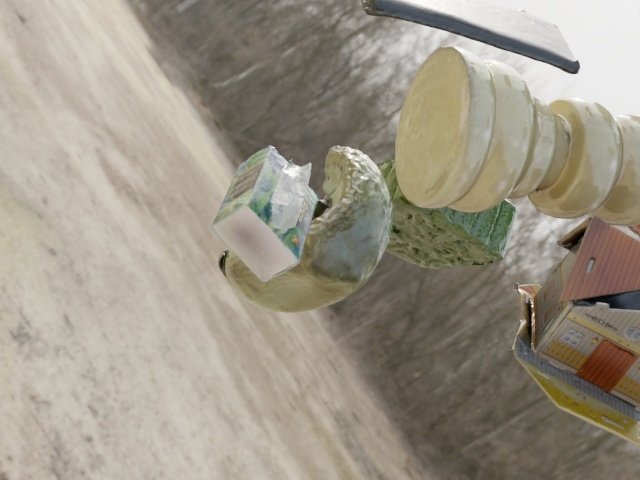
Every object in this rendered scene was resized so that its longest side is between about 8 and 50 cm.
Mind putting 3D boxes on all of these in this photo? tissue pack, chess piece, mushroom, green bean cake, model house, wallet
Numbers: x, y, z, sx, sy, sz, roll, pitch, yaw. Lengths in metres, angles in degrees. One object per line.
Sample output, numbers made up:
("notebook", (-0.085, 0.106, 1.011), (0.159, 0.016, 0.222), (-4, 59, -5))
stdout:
("tissue pack", (-0.045, -0.033, 0.949), (0.085, 0.079, 0.111), (47, 33, -22))
("chess piece", (0.245, -0.091, 0.996), (0.300, 0.167, 0.167), (10, 20, -19))
("mushroom", (0.001, 0.008, 1.351), (0.164, 0.267, 0.189), (38, -23, 55))
("green bean cake", (0.175, -0.043, 1.574), (0.222, 0.125, 0.248), (29, -17, -24))
("model house", (0.311, 0.082, 0.908), (0.219, 0.136, 0.207), (27, 28, -1))
("wallet", (0.185, -0.280, 1.187), (0.285, 0.030, 0.146), (15, 35, -11))

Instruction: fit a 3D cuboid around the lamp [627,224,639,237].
("lamp", (0.573, -0.066, 1.502), (0.187, 0.188, 0.164), (56, 15, 2))
